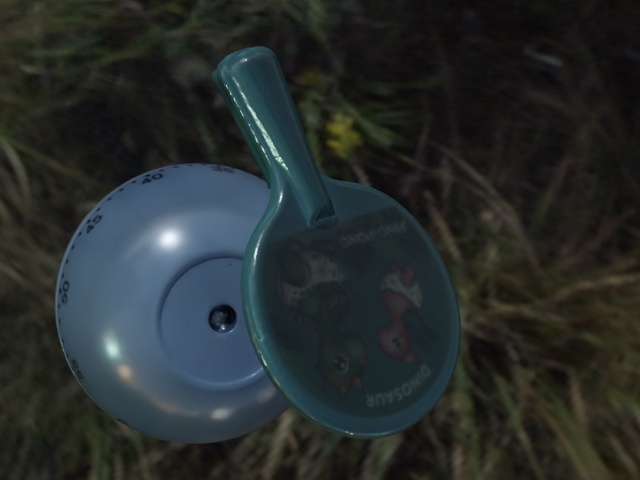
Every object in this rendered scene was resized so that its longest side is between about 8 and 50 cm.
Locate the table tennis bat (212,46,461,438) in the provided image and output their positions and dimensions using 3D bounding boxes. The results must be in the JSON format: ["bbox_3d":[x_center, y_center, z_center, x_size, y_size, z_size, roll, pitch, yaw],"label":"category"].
[{"bbox_3d":[0.000,0.000,0.861,0.124,0.033,0.201,-24,91,-38],"label":"table tennis bat"}]

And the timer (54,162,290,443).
[{"bbox_3d":[-0.068,0.043,1.046,0.175,0.255,0.175,0,81,3],"label":"timer"}]
